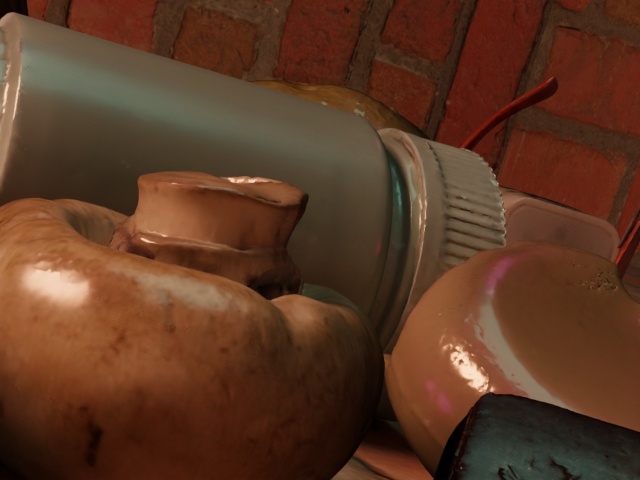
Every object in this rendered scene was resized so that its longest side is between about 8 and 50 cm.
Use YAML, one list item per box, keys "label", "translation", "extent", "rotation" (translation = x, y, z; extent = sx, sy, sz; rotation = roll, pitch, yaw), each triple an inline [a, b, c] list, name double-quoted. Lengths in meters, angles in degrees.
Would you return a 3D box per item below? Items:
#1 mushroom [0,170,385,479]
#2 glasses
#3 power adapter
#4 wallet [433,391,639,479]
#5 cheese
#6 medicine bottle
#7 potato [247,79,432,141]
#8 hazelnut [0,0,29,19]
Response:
- label: "mushroom"
  translation: [-0.058, 0.034, 0.568]
  extent: [0.166, 0.127, 0.166]
  rotation: [12, 1, 0]
- label: "glasses"
  translation: [0.184, -0.038, 1.357]
  extent: [0.234, 0.268, 0.118]
  rotation: [20, -13, 45]
- label: "power adapter"
  translation: [0.211, 0.024, 1.492]
  extent: [0.130, 0.125, 0.205]
  rotation: [16, 5, -16]
- label: "wallet"
  translation: [0.151, 0.123, 0.554]
  extent: [0.232, 0.031, 0.122]
  rotation: [16, 39, 8]
- label: "cheese"
  translation: [0.160, 0.106, 0.672]
  extent: [0.286, 0.082, 0.163]
  rotation: [35, 38, 24]
- label: "medicine bottle"
  translation: [-0.079, -0.012, 0.785]
  extent: [0.318, 0.158, 0.158]
  rotation: [15, 6, -23]
- label: "potato"
  translation: [0.005, -0.012, 1.003]
  extent: [0.178, 0.160, 0.235]
  rotation: [21, -14, 46]
- label: "hazelnut"
  translation: [-0.332, -0.166, 0.917]
  extent: [0.372, 0.315, 0.372]
  rotation: [45, 9, -9]
